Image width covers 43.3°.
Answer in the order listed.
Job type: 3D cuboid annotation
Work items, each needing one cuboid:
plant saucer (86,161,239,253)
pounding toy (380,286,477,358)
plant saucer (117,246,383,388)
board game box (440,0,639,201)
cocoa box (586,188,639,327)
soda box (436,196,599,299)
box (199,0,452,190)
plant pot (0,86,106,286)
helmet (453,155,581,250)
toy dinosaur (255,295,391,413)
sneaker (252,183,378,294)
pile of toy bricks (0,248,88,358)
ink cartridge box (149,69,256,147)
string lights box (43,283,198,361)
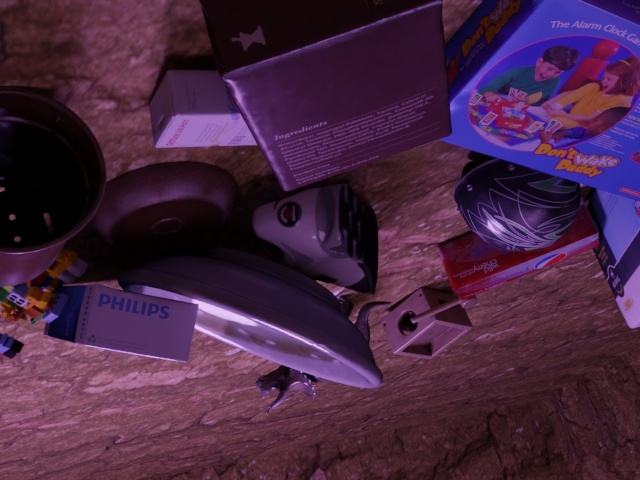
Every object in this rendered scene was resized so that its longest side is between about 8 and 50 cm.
[{"bbox_3d":[-0.197,-0.031,1.024,0.199,0.036,0.198,-14,156,-6],"label":"plant saucer"},{"bbox_3d":[0.222,0.140,1.627,0.181,0.094,0.206,15,132,-43],"label":"pounding toy"},{"bbox_3d":[-0.086,0.097,1.163,0.401,0.100,0.400,21,165,6],"label":"plant saucer"},{"bbox_3d":[0.314,-0.169,0.900,0.347,0.078,0.233,14,145,-23],"label":"board game box"},{"bbox_3d":[0.597,-0.039,1.303,0.231,0.228,0.347,-18,157,-2],"label":"cocoa box"},{"bbox_3d":[0.346,0.011,1.414,0.263,0.092,0.083,-23,158,13],"label":"soda box"},{"bbox_3d":[0.004,-0.174,0.678,0.167,0.168,0.203,-18,157,4],"label":"box"},{"bbox_3d":[-0.311,-0.037,0.795,0.167,0.167,0.165,-4,161,-27],"label":"plant pot"},{"bbox_3d":[0.267,-0.065,1.093,0.169,0.161,0.169,11,137,10],"label":"helmet"},{"bbox_3d":[0.024,0.209,1.546,0.314,0.160,0.121,-26,155,21],"label":"toy dinosaur"},{"bbox_3d":[0.000,0.000,1.156,0.146,0.122,0.330,-4,161,16],"label":"sneaker"},{"bbox_3d":[-0.404,0.069,1.043,0.105,0.118,0.212,36,140,-22],"label":"pile of toy bricks"},{"bbox_3d":[-0.105,-0.133,0.820,0.122,0.052,0.088,-6,168,-26],"label":"ink cartridge box"},{"bbox_3d":[-0.270,0.105,1.065,0.133,0.076,0.260,15,170,-26],"label":"string lights box"}]
